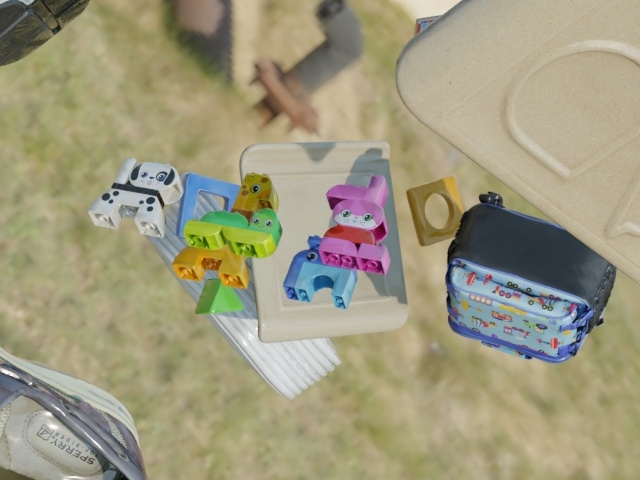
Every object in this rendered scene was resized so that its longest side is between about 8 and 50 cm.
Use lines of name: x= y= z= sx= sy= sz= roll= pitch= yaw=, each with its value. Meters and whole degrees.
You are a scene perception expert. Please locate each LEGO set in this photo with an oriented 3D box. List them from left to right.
LEGO set: x=-0.042 y=-0.018 z=1.256 sx=0.087 sy=0.227 sz=0.093 roll=72 pitch=34 yaw=-54

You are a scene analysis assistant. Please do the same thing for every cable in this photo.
cable: x=-0.085 y=0.058 z=1.859 sx=0.257 sy=0.089 sz=0.257 roll=51 pitch=-1 yaw=-20

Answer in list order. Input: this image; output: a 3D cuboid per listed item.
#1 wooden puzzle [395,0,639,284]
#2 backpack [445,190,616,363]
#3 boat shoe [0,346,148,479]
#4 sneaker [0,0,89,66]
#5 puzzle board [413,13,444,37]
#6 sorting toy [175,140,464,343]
wooden puzzle: x=0.276 y=-0.122 z=1.212 sx=0.348 sy=0.322 sz=0.080 roll=36 pitch=32 yaw=-31
backpack: x=0.197 y=0.054 z=1.646 sx=0.158 sy=0.117 sz=0.173 roll=20 pitch=-26 yaw=12
boat shoe: x=-0.222 y=0.112 z=1.065 sx=0.285 sy=0.103 sz=0.092 roll=27 pitch=6 yaw=-36
sneaker: x=-0.398 y=-0.346 z=1.796 sx=0.257 sy=0.169 sz=0.447 roll=53 pitch=5 yaw=11
puzzle board: x=0.130 y=-0.170 z=1.572 sx=0.128 sy=0.096 sz=0.011 roll=94 pitch=-16 yaw=-61
sorting toy: x=0.000 y=0.000 z=1.725 sx=0.347 sy=0.047 sz=0.196 roll=-3 pitch=88 yaw=-34
